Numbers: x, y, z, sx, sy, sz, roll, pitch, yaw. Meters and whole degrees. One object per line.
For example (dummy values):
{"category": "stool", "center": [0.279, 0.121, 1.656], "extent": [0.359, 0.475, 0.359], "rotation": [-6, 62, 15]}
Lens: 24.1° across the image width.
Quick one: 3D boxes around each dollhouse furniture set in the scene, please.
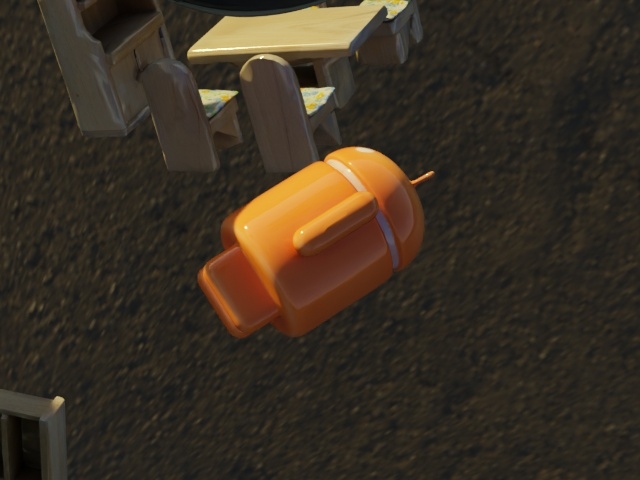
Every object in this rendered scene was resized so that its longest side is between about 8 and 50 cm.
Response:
{"category": "dollhouse furniture set", "center": [-0.126, -0.278, 1.825], "extent": [0.362, 0.394, 0.256], "rotation": [-53, 136, -49]}
{"category": "dollhouse furniture set", "center": [-0.367, 0.245, 1.444], "extent": [0.161, 0.212, 0.242], "rotation": [10, 30, 12]}

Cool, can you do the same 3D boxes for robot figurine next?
{"category": "robot figurine", "center": [-0.001, 0.000, 1.328], "extent": [0.219, 0.158, 0.128], "rotation": [-32, 50, -15]}

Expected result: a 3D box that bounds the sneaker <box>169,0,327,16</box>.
{"category": "sneaker", "center": [-0.084, -0.166, 0.766], "extent": [0.222, 0.118, 0.083], "rotation": [8, 94, 4]}
